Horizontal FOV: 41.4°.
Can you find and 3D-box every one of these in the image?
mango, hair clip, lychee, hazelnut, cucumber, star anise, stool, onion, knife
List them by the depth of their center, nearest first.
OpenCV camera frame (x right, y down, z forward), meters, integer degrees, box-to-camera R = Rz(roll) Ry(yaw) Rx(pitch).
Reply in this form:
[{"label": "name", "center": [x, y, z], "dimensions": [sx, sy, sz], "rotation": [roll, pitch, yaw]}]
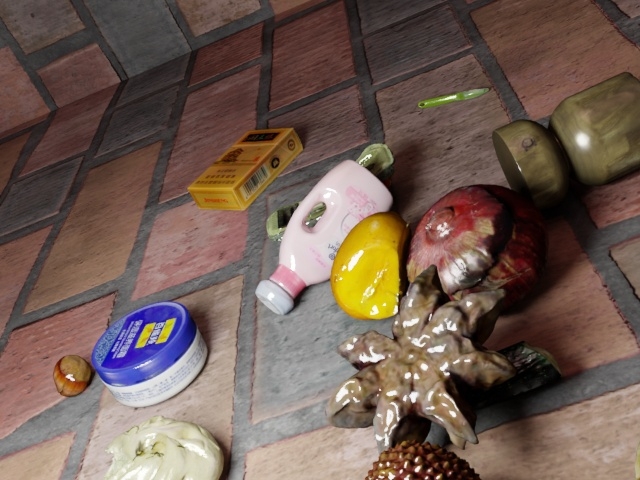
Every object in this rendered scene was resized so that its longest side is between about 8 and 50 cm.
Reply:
[{"label": "lychee", "center": [0.127, 0.335, 1.036], "dimensions": [0.188, 0.188, 0.188], "rotation": [-19, 30, 12]}, {"label": "star anise", "center": [0.138, 0.170, 1.214], "dimensions": [0.315, 0.108, 0.315], "rotation": [-19, 54, 27]}, {"label": "cucumber", "center": [0.230, 0.214, 1.245], "dimensions": [0.241, 0.074, 0.074], "rotation": [-23, 30, 11]}, {"label": "onion", "center": [0.256, 0.014, 1.424], "dimensions": [0.246, 0.190, 0.246], "rotation": [-31, 36, 25]}, {"label": "mango", "center": [0.096, 0.033, 1.549], "dimensions": [0.138, 0.187, 0.257], "rotation": [15, 15, 1]}, {"label": "stool", "center": [0.474, -0.176, 1.561], "dimensions": [0.264, 0.179, 0.179], "rotation": [-24, 30, 3]}, {"label": "hazelnut", "center": [-0.511, 0.276, 1.728], "dimensions": [0.086, 0.086, 0.086], "rotation": [-19, 30, 12]}, {"label": "hair clip", "center": [0.035, -0.084, 1.855], "dimensions": [0.321, 0.091, 0.138], "rotation": [-32, 32, 13]}, {"label": "knife", "center": [0.329, -0.355, 2.111], "dimensions": [0.184, 0.022, 0.026], "rotation": [-9, 8, 28]}]

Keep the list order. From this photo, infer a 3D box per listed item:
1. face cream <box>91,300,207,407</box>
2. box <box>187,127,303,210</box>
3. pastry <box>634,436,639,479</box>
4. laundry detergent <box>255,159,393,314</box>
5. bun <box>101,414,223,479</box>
[{"label": "face cream", "center": [-0.325, 0.220, 1.630], "dimensions": [0.206, 0.111, 0.206], "rotation": [-19, 31, 12]}, {"label": "box", "center": [-0.193, -0.188, 2.203], "dimensions": [0.174, 0.076, 0.274], "rotation": [5, 42, 40]}, {"label": "pastry", "center": [0.481, 0.283, 0.875], "dimensions": [0.329, 0.136, 0.330], "rotation": [-20, 29, 11]}, {"label": "laundry detergent", "center": [0.000, 0.000, 1.687], "dimensions": [0.335, 0.159, 0.088], "rotation": [-50, 8, -16]}, {"label": "bun", "center": [-0.276, 0.369, 1.353], "dimensions": [0.237, 0.116, 0.210], "rotation": [-29, 29, -6]}]
